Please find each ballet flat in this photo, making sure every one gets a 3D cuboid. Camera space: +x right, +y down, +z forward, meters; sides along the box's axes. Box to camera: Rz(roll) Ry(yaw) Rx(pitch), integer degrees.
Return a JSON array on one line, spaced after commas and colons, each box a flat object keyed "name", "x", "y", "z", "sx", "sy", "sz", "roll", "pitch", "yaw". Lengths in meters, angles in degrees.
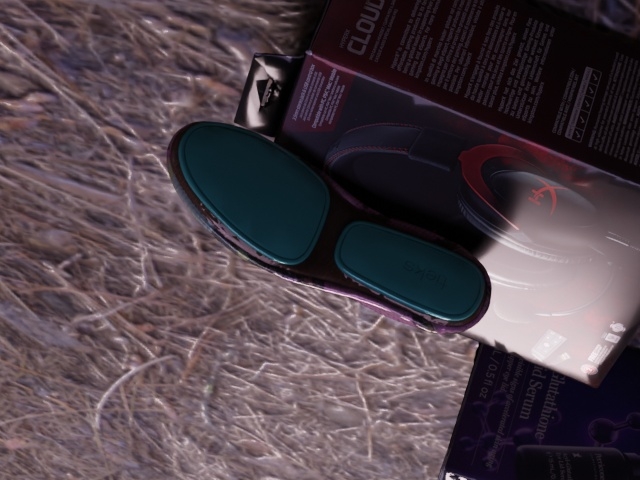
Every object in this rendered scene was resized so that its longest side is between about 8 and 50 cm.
[{"name": "ballet flat", "x": 0.000, "y": 0.000, "z": 1.191, "sx": 0.222, "sy": 0.077, "sz": 0.079, "roll": 26, "pitch": 163, "yaw": -6}]

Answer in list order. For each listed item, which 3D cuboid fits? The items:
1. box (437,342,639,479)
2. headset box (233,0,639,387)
[{"name": "box", "x": 0.198, "y": 0.163, "z": 1.409, "sx": 0.207, "sy": 0.153, "sz": 0.108, "roll": 14, "pitch": 142, "yaw": 7}, {"name": "headset box", "x": 0.089, "y": -0.049, "z": 1.230, "sx": 0.293, "sy": 0.110, "sz": 0.218, "roll": 22, "pitch": 144, "yaw": -1}]
